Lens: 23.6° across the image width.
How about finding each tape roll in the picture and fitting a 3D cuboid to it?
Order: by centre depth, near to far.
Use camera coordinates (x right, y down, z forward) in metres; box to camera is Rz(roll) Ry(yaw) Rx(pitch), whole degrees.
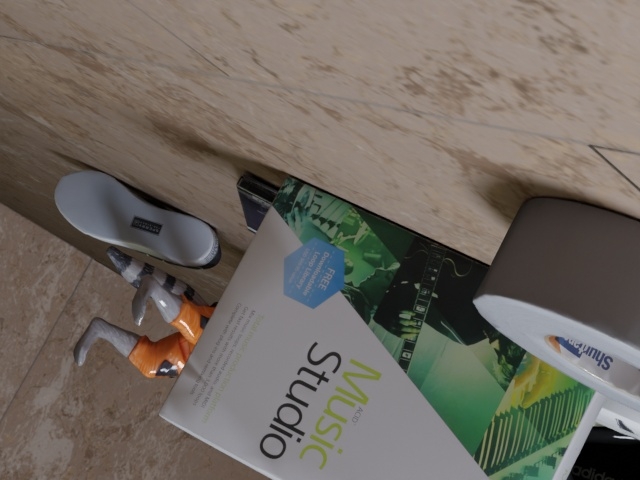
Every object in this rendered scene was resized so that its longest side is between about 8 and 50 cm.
[{"bbox_3d":[0.209,0.057,0.969,0.219,0.072,0.219,27,172,4],"label":"tape roll"}]

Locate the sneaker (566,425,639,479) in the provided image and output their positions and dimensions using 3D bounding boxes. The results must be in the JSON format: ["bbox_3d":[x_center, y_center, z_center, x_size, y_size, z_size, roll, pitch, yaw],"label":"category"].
[{"bbox_3d":[0.333,0.230,1.348,0.302,0.108,0.121,11,164,4],"label":"sneaker"}]

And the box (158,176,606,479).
[{"bbox_3d":[0.058,0.114,1.244,0.322,0.232,0.058,25,172,20],"label":"box"}]

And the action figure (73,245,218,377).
[{"bbox_3d":[-0.085,0.091,1.823,0.330,0.179,0.341,11,142,-28],"label":"action figure"}]

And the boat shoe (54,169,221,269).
[{"bbox_3d":[-0.223,-0.020,1.907,0.228,0.080,0.076,18,167,17],"label":"boat shoe"}]

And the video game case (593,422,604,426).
[{"bbox_3d":[0.302,0.217,1.469,0.119,0.015,0.166,20,138,5],"label":"video game case"}]

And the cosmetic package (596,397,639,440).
[{"bbox_3d":[0.222,0.115,1.301,0.239,0.060,0.099,22,169,35],"label":"cosmetic package"}]

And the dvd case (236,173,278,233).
[{"bbox_3d":[0.000,0.000,1.481,0.164,0.018,0.221,27,171,5],"label":"dvd case"}]
